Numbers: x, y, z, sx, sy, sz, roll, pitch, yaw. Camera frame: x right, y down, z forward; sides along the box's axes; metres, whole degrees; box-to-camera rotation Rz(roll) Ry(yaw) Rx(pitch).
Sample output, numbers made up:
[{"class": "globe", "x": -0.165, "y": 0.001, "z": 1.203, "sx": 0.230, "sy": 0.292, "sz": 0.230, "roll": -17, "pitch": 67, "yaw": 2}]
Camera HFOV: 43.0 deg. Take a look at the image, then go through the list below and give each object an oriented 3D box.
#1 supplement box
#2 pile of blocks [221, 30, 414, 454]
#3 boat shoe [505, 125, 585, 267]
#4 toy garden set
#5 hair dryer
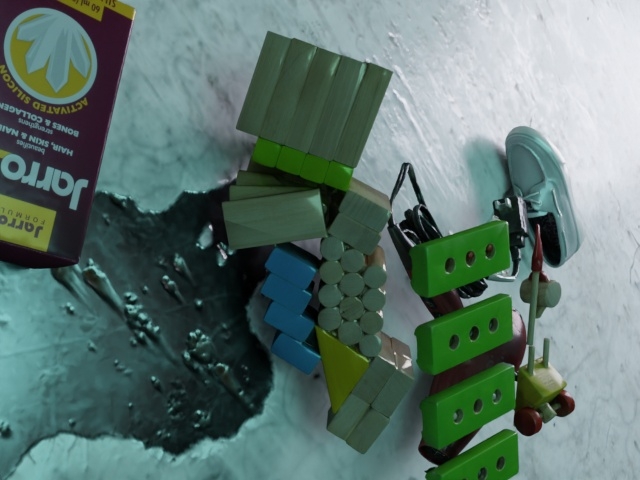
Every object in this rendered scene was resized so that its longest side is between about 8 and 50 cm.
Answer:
[{"class": "supplement box", "x": -0.204, "y": -0.084, "z": 0.544, "sx": 0.104, "sy": 0.080, "sz": 0.188, "roll": 20, "pitch": 73, "yaw": -39}, {"class": "pile of blocks", "x": 0.000, "y": 0.000, "z": 0.723, "sx": 0.113, "sy": 0.148, "sz": 0.363, "roll": -75, "pitch": 160, "yaw": -78}, {"class": "boat shoe", "x": 0.263, "y": -0.048, "z": 0.980, "sx": 0.063, "sy": 0.066, "sz": 0.184, "roll": -48, "pitch": 126, "yaw": -35}, {"class": "toy garden set", "x": 0.157, "y": 0.100, "z": 0.754, "sx": 0.203, "sy": 0.049, "sz": 0.245, "roll": -15, "pitch": 106, "yaw": -38}, {"class": "hair dryer", "x": 0.129, "y": 0.080, "z": 0.833, "sx": 0.223, "sy": 0.080, "sz": 0.294, "roll": 8, "pitch": 78, "yaw": -38}]
